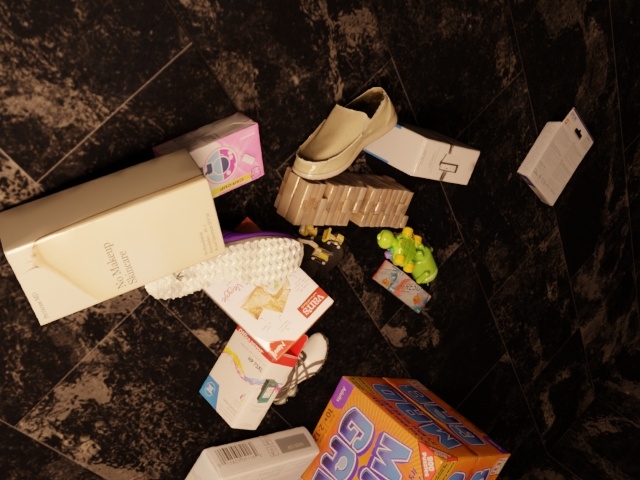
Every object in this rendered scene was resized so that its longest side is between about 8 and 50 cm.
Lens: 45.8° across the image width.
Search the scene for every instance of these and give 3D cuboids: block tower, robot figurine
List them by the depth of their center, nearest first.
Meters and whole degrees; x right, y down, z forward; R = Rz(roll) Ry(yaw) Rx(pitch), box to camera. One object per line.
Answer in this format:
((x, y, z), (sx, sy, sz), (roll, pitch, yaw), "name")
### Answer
((0.055, -0.087, 1.571), (0.335, 0.091, 0.097), (2, 116, -46), "block tower")
((0.251, 0.059, 1.880), (0.101, 0.067, 0.115), (-77, 149, -45), "robot figurine")

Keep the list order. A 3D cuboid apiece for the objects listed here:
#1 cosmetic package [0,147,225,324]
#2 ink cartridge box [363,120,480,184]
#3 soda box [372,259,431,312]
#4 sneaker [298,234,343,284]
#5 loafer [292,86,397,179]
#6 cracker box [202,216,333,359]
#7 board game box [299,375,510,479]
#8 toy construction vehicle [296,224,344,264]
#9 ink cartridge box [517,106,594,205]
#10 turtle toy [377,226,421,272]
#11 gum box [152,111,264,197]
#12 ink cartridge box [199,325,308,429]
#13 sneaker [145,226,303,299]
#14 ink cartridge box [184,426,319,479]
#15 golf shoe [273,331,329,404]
((-0.321, -0.010, 1.185), (0.309, 0.113, 0.160), (-24, 133, -16), "cosmetic package")
((0.218, -0.190, 1.615), (0.203, 0.148, 0.086), (3, 113, -47), "ink cartridge box")
((0.204, 0.116, 1.885), (0.058, 0.063, 0.183), (-53, 141, 0), "soda box")
((-0.053, 0.090, 1.560), (0.286, 0.130, 0.109), (-31, 133, -28), "sneaker")
((0.043, -0.214, 1.471), (0.268, 0.102, 0.092), (-41, 138, -30), "loafer")
((-0.111, 0.093, 1.430), (0.156, 0.232, 0.067), (-46, 176, -12), "cracker box")
((0.202, 0.607, 1.998), (0.356, 0.356, 0.356), (15, 106, -49), "board game box")
((0.000, 0.000, 1.563), (0.035, 0.098, 0.086), (-53, -166, 46), "toy construction vehicle")
((0.653, -0.234, 2.096), (0.224, 0.045, 0.223), (-56, 141, 1), "ink cartridge box")
((0.183, 0.014, 1.788), (0.130, 0.066, 0.095), (37, 65, -48), "turtle toy")
((-0.195, -0.134, 1.311), (0.188, 0.062, 0.107), (-28, 133, -28), "gum box")
((-0.140, 0.263, 1.591), (0.078, 0.134, 0.231), (24, 98, -50), "ink cartridge box")
((-0.180, 0.011, 1.355), (0.293, 0.146, 0.102), (-6, 124, -22), "sneaker")
((-0.216, 0.623, 1.841), (0.308, 0.091, 0.385), (-1, 134, -45), "ink cartridge box")
((-0.060, 0.286, 1.734), (0.198, 0.077, 0.094), (-52, 140, -5), "golf shoe")
